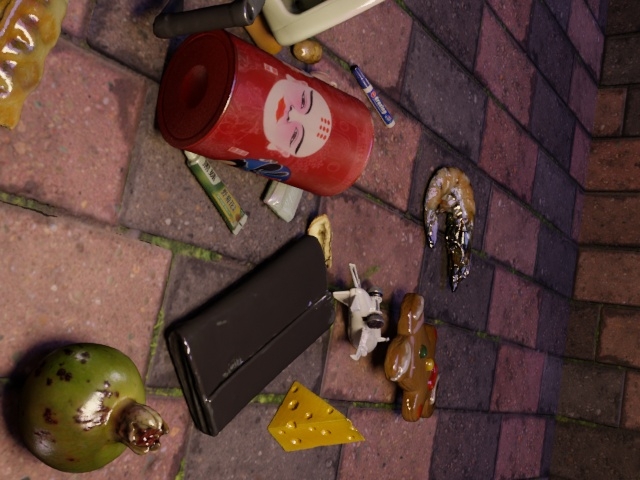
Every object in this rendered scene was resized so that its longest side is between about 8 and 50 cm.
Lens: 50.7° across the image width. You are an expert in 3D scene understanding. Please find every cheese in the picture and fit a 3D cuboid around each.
[{"bbox_3d":[0.003,0.376,1.390,0.126,0.171,0.093,-58,135,-33],"label":"cheese"}]

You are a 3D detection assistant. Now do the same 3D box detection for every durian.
[{"bbox_3d":[0.008,-0.003,1.451,0.052,0.066,0.130,-31,126,-47],"label":"durian"}]

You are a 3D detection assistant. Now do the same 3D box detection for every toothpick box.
[{"bbox_3d":[-0.086,-0.209,1.166,0.333,0.204,0.204,14,82,-45],"label":"toothpick box"}]

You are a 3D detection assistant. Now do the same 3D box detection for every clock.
[{"bbox_3d":[0.061,-0.473,1.227,0.108,0.324,0.265,63,20,-16],"label":"clock"}]

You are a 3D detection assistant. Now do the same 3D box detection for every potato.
[{"bbox_3d":[-0.027,-0.389,1.388,0.083,0.040,0.051,-6,86,-53],"label":"potato"}]

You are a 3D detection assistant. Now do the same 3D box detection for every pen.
[{"bbox_3d":[0.126,-0.340,1.606,0.204,0.025,0.025,47,57,-44],"label":"pen"}]

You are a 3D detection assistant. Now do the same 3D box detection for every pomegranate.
[{"bbox_3d":[-0.312,0.245,0.948,0.179,0.210,0.179,-57,174,-9],"label":"pomegranate"}]

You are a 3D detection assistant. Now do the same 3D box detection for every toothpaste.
[{"bbox_3d":[-0.189,-0.093,1.211,0.049,0.031,0.204,-60,138,-30],"label":"toothpaste"}]

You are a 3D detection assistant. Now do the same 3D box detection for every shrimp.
[{"bbox_3d":[0.359,-0.030,1.916,0.233,0.071,0.365,0,94,-43],"label":"shrimp"}]

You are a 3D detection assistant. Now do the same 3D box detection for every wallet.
[{"bbox_3d":[-0.111,0.170,1.310,0.406,0.062,0.228,-37,121,-45],"label":"wallet"}]

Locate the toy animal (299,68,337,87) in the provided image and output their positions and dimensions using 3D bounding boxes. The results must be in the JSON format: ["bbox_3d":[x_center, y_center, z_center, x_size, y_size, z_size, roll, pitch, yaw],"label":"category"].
[{"bbox_3d":[-0.007,-0.306,1.388,0.114,0.082,0.091,-12,104,-52],"label":"toy animal"}]

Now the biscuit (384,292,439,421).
[{"bbox_3d":[0.267,0.329,1.758,0.432,0.064,0.283,65,36,-45],"label":"biscuit"}]

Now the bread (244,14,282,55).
[{"bbox_3d":[-0.106,-0.402,1.276,0.103,0.049,0.062,51,54,-44],"label":"bread"}]

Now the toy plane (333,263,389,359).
[{"bbox_3d":[0.101,0.182,1.536,0.255,0.101,0.251,70,16,-46],"label":"toy plane"}]

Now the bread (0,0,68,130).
[{"bbox_3d":[-0.407,-0.268,0.871,0.128,0.088,0.232,25,78,-43],"label":"bread"}]

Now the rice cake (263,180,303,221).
[{"bbox_3d":[-0.052,-0.151,1.376,0.080,0.042,0.221,42,62,-41],"label":"rice cake"}]

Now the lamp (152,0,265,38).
[{"bbox_3d":[-0.158,-0.519,1.065,0.374,0.205,0.272,-66,146,-50],"label":"lamp"}]
